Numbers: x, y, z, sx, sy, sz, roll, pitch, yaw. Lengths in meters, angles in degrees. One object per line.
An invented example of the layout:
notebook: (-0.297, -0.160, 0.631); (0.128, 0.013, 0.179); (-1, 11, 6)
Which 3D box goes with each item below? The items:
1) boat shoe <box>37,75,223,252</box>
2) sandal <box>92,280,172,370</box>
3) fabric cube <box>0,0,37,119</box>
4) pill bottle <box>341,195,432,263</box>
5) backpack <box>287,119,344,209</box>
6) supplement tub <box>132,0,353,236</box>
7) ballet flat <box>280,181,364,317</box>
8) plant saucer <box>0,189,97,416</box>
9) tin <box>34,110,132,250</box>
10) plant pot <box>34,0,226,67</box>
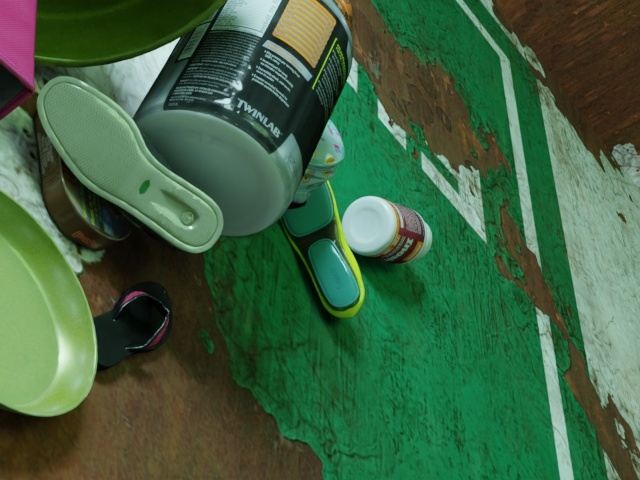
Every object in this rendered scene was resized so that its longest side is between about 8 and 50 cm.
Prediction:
boat shoe: (-0.203, -0.073, 1.502); (0.233, 0.084, 0.079); (44, -12, -17)
sandal: (-0.182, 0.082, 1.460); (0.067, 0.040, 0.179); (58, 22, -3)
fabric cube: (-0.386, -0.196, 1.100); (0.254, 0.259, 0.258); (40, 27, -37)
pill bottle: (0.101, -0.012, 2.111); (0.152, 0.086, 0.086); (15, 49, -59)
backpack: (-0.063, -0.114, 1.828); (0.182, 0.115, 0.152); (18, 49, -35)
supplement tub: (-0.078, -0.173, 1.649); (0.193, 0.193, 0.316); (48, 43, -25)
ballet flat: (0.000, 0.000, 1.923); (0.077, 0.077, 0.231); (59, 9, -71)
plant saucer: (-0.290, 0.052, 1.278); (0.241, 0.037, 0.241); (45, 26, -29)
tin: (-0.248, -0.074, 1.525); (0.106, 0.040, 0.189); (39, 30, -48)
plant pot: (-0.277, -0.439, 1.566); (0.366, 0.366, 0.353); (33, 22, -47)
